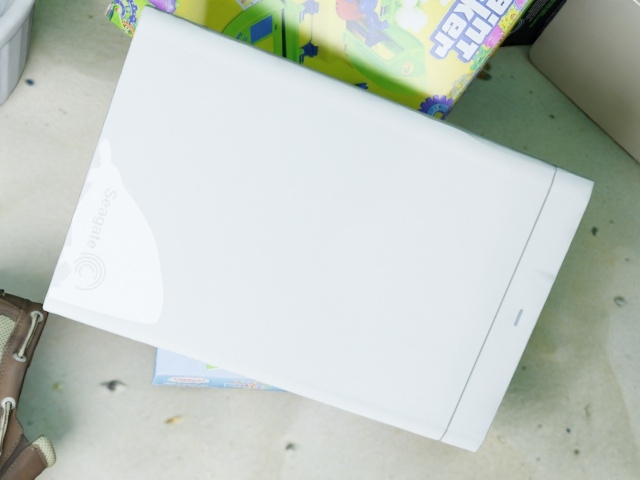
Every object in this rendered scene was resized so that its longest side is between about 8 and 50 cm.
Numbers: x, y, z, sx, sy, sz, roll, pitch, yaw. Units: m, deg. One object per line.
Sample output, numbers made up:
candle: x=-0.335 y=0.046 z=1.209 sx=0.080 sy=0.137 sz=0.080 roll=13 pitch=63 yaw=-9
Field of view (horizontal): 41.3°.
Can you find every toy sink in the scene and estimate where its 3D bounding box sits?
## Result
toy sink: x=0.369 y=-0.192 z=0.902 sx=0.234 sy=0.153 sz=0.131 roll=44 pitch=61 yaw=6

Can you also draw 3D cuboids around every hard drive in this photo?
hard drive: x=0.000 y=0.000 z=0.641 sx=0.353 sy=0.047 sz=0.233 roll=20 pitch=99 yaw=-8

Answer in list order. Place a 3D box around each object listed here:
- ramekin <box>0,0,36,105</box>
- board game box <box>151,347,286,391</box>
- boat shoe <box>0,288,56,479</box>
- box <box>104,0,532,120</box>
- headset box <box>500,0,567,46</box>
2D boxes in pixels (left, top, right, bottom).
ramekin: x=-0.365 y=-0.204 z=0.682 sx=0.277 sy=0.135 sz=0.277 roll=7 pitch=64 yaw=-15
board game box: x=-0.057 y=0.022 z=0.731 sx=0.160 sy=0.039 sz=0.212 roll=6 pitch=66 yaw=-15
boat shoe: x=-0.231 y=0.151 z=0.586 sx=0.095 sy=0.095 sz=0.258 roll=8 pitch=64 yaw=-21
box: x=0.030 y=-0.233 z=0.709 sx=0.279 sy=0.290 sz=0.177 roll=37 pitch=25 yaw=1
headset box: x=0.197 y=-0.348 z=0.930 sx=0.283 sy=0.131 sz=0.246 roll=-10 pitch=70 yaw=-22
